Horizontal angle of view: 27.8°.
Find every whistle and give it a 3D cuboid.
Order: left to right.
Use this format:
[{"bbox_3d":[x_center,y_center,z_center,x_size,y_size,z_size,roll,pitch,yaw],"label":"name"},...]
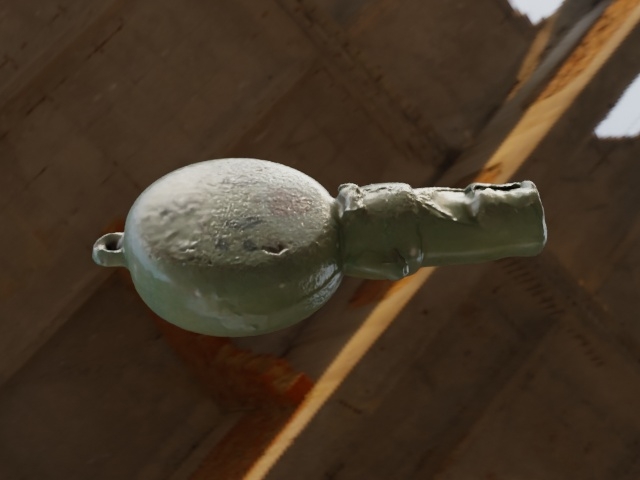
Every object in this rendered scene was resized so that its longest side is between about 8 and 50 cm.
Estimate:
[{"bbox_3d":[0.000,0.000,0.740,0.258,0.067,0.126,-6,-142,-6],"label":"whistle"}]
